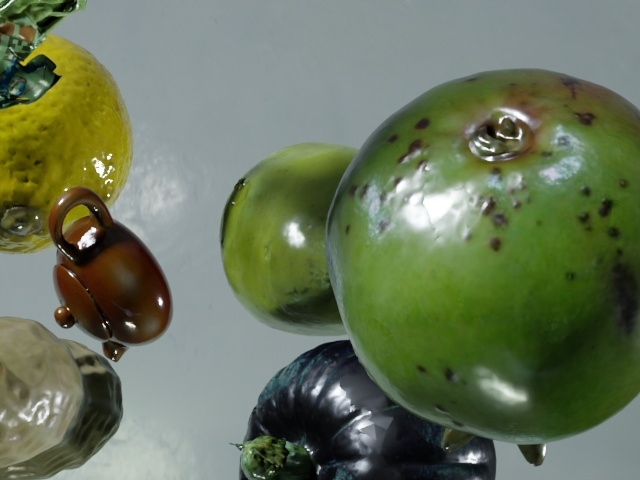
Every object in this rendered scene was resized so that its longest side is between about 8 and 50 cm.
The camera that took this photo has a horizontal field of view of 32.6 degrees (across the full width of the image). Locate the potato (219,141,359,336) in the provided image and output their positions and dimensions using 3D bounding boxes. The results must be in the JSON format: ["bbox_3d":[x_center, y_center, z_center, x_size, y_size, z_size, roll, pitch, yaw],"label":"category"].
[{"bbox_3d":[0.003,0.001,1.155,0.216,0.304,0.216,-6,104,-23],"label":"potato"}]

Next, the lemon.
[{"bbox_3d":[-0.466,-0.145,1.703,0.350,0.387,0.350,-5,137,-5],"label":"lemon"}]

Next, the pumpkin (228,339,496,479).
[{"bbox_3d":[0.014,0.201,0.973,0.248,0.248,0.248,-2,109,-7],"label":"pumpkin"}]

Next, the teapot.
[{"bbox_3d":[-0.272,0.047,1.331,0.135,0.178,0.252,-41,135,-27],"label":"teapot"}]

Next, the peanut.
[{"bbox_3d":[-0.244,0.130,0.869,0.120,0.298,0.136,40,82,11],"label":"peanut"}]

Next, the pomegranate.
[{"bbox_3d":[0.096,0.025,0.545,0.181,0.181,0.224,-18,144,-1],"label":"pomegranate"}]

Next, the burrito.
[{"bbox_3d":[-0.324,-0.162,1.063,0.288,0.054,0.104,-44,117,1],"label":"burrito"}]
